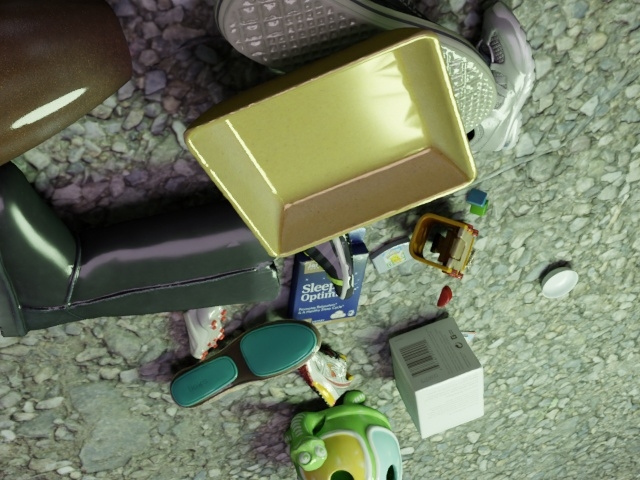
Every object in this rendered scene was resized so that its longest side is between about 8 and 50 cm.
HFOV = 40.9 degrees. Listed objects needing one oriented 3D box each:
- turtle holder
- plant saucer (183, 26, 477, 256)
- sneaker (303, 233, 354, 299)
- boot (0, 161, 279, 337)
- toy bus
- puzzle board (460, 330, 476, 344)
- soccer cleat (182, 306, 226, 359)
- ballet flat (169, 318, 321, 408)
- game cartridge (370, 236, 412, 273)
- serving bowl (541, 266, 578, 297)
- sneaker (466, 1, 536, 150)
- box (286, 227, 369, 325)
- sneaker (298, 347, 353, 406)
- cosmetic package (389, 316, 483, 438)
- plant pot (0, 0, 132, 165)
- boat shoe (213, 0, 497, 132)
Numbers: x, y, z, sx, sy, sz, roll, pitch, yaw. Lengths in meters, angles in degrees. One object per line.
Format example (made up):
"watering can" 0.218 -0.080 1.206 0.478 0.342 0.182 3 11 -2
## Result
"turtle holder" 0.060 0.477 1.883 0.243 0.227 0.320 -17 137 -7
"plant saucer" 0.023 -0.136 1.168 0.333 0.081 0.333 -21 145 8
"sneaker" 0.000 0.000 1.492 0.097 0.084 0.234 -10 118 6
"boot" -0.277 -0.011 1.309 0.445 0.146 0.367 -6 145 -13
"toy bus" 0.224 0.006 1.582 0.104 0.191 0.202 20 135 16
"puzzle board" 0.273 0.235 1.899 0.128 0.011 0.096 6 130 -29
"soccer cleat" -0.218 0.152 1.571 0.068 0.076 0.196 -45 167 -32
"ballet flat" -0.142 0.232 1.658 0.316 0.107 0.106 -21 171 7
"game cartridge" 0.138 0.027 1.632 0.083 0.017 0.056 -27 133 2
"serving bowl" 0.509 0.086 1.842 0.083 0.027 0.083 -12 137 -12
"sneaker" 0.263 -0.240 1.357 0.115 0.105 0.281 -16 137 -8
"box" 0.013 0.075 1.610 0.136 0.036 0.225 -8 133 -17
"sneaker" -0.002 0.246 1.750 0.093 0.088 0.225 -42 138 -11
"cosmetic package" 0.248 0.292 1.824 0.151 0.151 0.183 -19 137 -6
"plant pot" -0.360 -0.214 1.059 0.230 0.215 0.215 -23 139 -22
"boat shoe" 0.065 -0.276 1.192 0.500 0.156 0.187 18 132 -38
